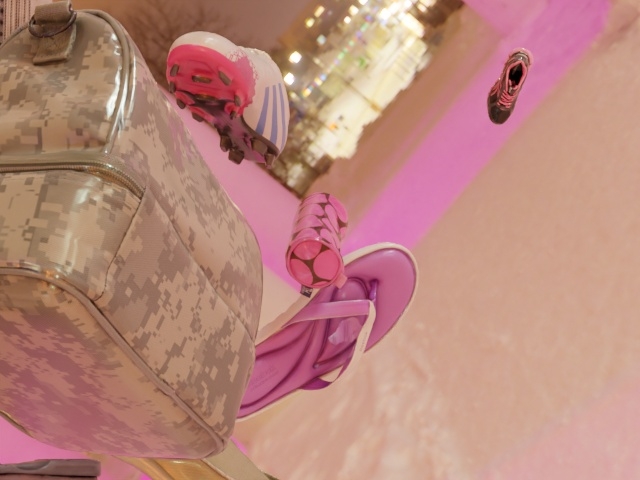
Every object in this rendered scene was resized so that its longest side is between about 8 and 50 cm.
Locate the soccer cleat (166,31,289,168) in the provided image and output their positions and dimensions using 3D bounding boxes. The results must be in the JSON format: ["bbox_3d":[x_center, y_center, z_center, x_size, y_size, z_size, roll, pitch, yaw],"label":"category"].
[{"bbox_3d":[-0.119,-0.220,1.289,0.331,0.116,0.143,61,-140,-68],"label":"soccer cleat"}]

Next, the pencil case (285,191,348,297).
[{"bbox_3d":[0.000,0.000,1.458,0.095,0.098,0.209,-61,8,24],"label":"pencil case"}]

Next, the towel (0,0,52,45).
[{"bbox_3d":[-0.534,-0.287,1.394,0.312,0.056,0.324,-5,-75,-50],"label":"towel"}]

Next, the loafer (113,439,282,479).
[{"bbox_3d":[-0.136,0.202,0.954,0.092,0.268,0.102,-60,3,2],"label":"loafer"}]

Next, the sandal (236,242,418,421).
[{"bbox_3d":[0.004,0.167,1.522,0.416,0.169,0.102,-37,26,-8],"label":"sandal"}]

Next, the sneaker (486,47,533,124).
[{"bbox_3d":[0.274,-0.220,1.377,0.057,0.047,0.119,-71,-2,-61],"label":"sneaker"}]

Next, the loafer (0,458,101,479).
[{"bbox_3d":[-0.409,0.322,1.169,0.109,0.302,0.095,-18,70,45],"label":"loafer"}]

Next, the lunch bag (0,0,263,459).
[{"bbox_3d":[-0.169,0.003,0.742,0.212,0.305,0.256,1,56,22],"label":"lunch bag"}]
